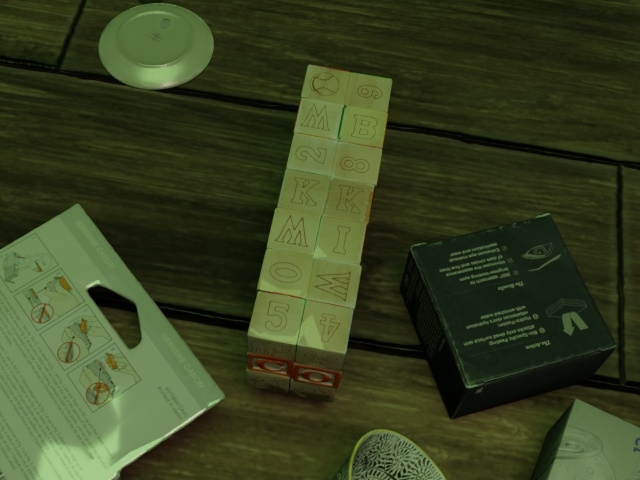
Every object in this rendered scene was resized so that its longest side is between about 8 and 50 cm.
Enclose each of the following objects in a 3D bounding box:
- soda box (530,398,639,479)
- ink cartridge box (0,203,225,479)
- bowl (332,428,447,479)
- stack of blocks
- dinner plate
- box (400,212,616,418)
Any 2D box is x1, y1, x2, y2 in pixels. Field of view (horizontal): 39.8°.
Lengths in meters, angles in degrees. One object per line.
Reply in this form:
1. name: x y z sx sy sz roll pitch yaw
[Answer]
1. soda box: 0.206 0.289 0.762 0.091 0.098 0.286 24 62 10
2. ink cartridge box: -0.264 0.126 0.844 0.239 0.060 0.275 -33 67 -21
3. bowl: 0.053 0.258 0.762 0.170 0.080 0.170 38 32 -29
4. stack of blocks: 0.000 0.000 0.871 0.087 0.171 0.297 10 61 2
5. dinner plate: -0.202 -0.245 1.087 0.141 0.017 0.141 2 59 -4
6. box: 0.181 0.075 0.885 0.156 0.093 0.158 -13 61 -11
